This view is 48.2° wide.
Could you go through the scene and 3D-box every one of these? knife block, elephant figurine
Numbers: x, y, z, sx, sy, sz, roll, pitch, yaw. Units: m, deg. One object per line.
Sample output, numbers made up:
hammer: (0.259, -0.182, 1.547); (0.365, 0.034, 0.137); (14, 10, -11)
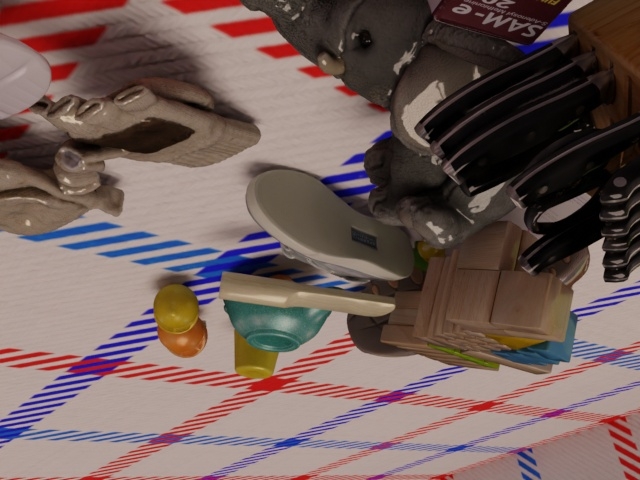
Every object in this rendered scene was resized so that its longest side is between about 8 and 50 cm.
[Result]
knife block: (0.198, -0.103, 0.414); (0.242, 0.276, 0.088); (9, 149, 27)
elephant figurine: (0.077, -0.118, 0.495); (0.186, 0.169, 0.239); (-37, 137, -12)

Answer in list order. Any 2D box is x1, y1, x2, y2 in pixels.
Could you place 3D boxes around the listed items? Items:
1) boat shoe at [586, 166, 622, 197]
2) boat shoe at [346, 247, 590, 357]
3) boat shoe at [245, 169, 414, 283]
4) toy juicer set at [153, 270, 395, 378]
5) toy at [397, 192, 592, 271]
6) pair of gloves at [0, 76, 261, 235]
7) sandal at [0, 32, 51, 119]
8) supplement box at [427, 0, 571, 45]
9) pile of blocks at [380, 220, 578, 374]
boat shoe: (0.317, -0.063, 0.734); (0.096, 0.098, 0.277); (16, 151, -41)
boat shoe: (0.189, 0.076, 0.915); (0.324, 0.123, 0.116); (-22, 153, 23)
boat shoe: (0.000, -0.001, 0.739); (0.081, 0.079, 0.227); (-21, 147, 41)
toy juicer set: (-0.084, 0.073, 0.852); (0.209, 0.090, 0.329); (19, 150, -23)
toy: (0.166, -0.035, 0.741); (0.137, 0.056, 0.237); (35, 145, -7)
pair of gloves: (-0.184, -0.056, 0.556); (0.240, 0.042, 0.204); (-19, 168, 15)
sandal: (-0.296, -0.110, 0.431); (0.265, 0.076, 0.102); (-8, 164, 10)
supplement box: (0.127, -0.223, 0.324); (0.073, 0.130, 0.239); (5, 147, -26)
pile of blocks: (0.168, 0.054, 0.684); (0.148, 0.113, 0.362); (16, 167, -3)
